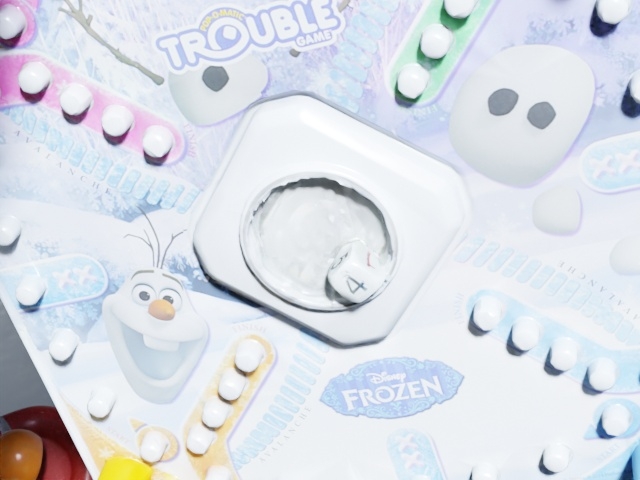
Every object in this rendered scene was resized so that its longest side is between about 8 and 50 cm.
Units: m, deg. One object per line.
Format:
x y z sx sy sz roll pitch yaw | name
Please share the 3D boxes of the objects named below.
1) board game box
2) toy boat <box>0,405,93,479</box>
0.000 0.000 0.662 0.390 0.050 0.390 -11 118 18 | board game box
-0.324 0.245 1.372 0.151 0.231 0.151 57 136 15 | toy boat
